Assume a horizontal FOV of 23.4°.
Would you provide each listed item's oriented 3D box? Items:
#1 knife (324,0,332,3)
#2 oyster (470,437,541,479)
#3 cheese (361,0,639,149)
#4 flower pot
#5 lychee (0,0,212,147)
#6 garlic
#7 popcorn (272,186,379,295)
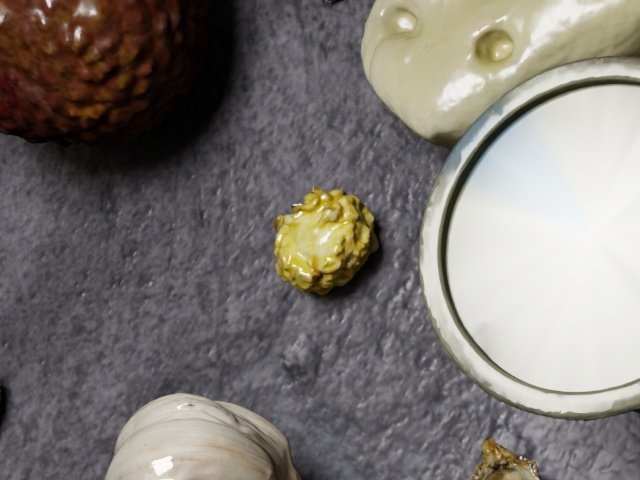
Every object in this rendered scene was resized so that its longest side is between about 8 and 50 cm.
[{"bbox_3d":[0.138,-0.277,1.193,0.365,0.043,0.089,-20,61,25],"label":"knife"},{"bbox_3d":[0.138,0.190,1.014,0.086,0.029,0.132,-7,65,24],"label":"oyster"},{"bbox_3d":[0.152,-0.169,1.110,0.263,0.093,0.159,-30,57,20],"label":"cheese"},{"bbox_3d":[0.194,0.028,0.935,0.212,0.202,0.212,-13,63,27],"label":"flower pot"},{"bbox_3d":[-0.210,-0.194,1.258,0.260,0.260,0.261,-12,65,28],"label":"lychee"},{"bbox_3d":[-0.030,0.201,1.046,0.225,0.199,0.199,-2,68,4],"label":"garlic"},{"bbox_3d":[0.000,0.000,1.160,0.083,0.057,0.082,20,89,33],"label":"popcorn"}]
